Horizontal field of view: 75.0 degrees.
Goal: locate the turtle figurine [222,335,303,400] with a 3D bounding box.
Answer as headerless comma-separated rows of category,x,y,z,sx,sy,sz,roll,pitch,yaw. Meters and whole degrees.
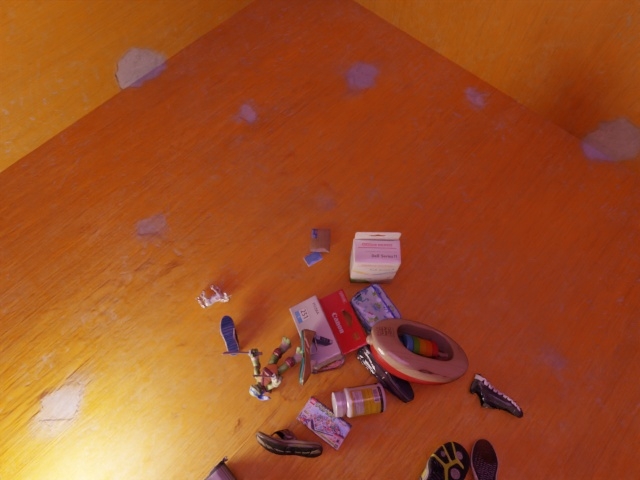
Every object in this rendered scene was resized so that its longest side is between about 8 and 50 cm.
turtle figurine,-0.208,0.510,1.749,0.266,0.198,0.274,-39,107,-32

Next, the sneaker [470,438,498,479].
sneaker,0.643,0.942,1.640,0.106,0.123,0.290,2,44,12

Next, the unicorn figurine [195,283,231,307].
unicorn figurine,-0.494,0.262,1.960,0.162,0.060,0.111,-36,70,2

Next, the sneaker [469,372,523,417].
sneaker,0.732,0.678,1.762,0.234,0.078,0.106,38,74,19

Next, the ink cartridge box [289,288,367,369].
ink cartridge box,0.034,0.376,1.852,0.261,0.066,0.296,-27,58,0

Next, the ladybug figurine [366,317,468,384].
ladybug figurine,0.395,0.478,1.758,0.449,0.162,0.305,18,29,-8

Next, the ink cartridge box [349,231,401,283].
ink cartridge box,0.241,0.085,1.872,0.207,0.353,0.119,1,66,1

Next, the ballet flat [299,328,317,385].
ballet flat,-0.047,0.482,1.737,0.073,0.080,0.232,5,64,-8

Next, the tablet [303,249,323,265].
tablet,-0.036,0.087,2.061,0.083,0.006,0.054,-28,69,-13

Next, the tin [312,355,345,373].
tin,0.015,0.528,1.848,0.190,0.040,0.106,-11,70,-4

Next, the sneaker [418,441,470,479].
sneaker,0.437,0.940,1.617,0.385,0.147,0.145,-33,66,-33

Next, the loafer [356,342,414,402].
loafer,0.277,0.577,1.807,0.302,0.109,0.095,49,118,18

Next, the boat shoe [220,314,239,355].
boat shoe,-0.406,0.428,1.874,0.066,0.066,0.183,-14,72,-4

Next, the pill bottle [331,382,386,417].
pill bottle,0.158,0.665,1.731,0.208,0.119,0.119,-5,66,-8

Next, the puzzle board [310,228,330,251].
puzzle board,0.000,0.000,2.094,0.096,0.011,0.128,2,62,2

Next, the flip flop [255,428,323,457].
flip flop,-0.125,0.811,1.692,0.277,0.112,0.080,5,40,5

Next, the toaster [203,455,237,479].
toaster,-0.400,0.968,1.603,0.227,0.129,0.146,-41,76,-19

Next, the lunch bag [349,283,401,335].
lunch bag,0.251,0.318,1.915,0.176,0.090,0.219,-27,70,-15

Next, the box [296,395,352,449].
box,0.015,0.760,1.743,0.207,0.036,0.114,32,69,13
